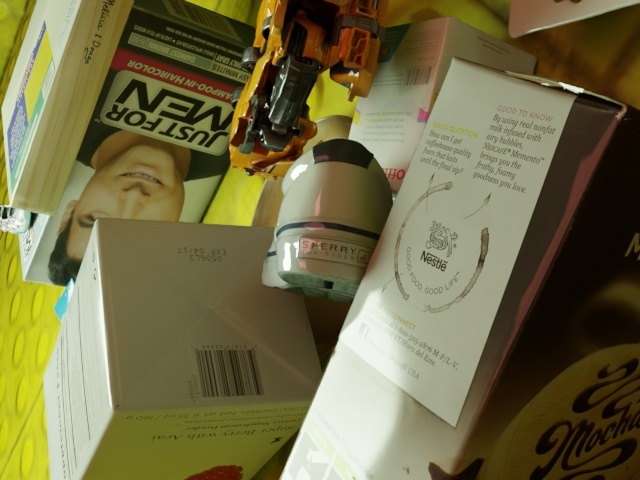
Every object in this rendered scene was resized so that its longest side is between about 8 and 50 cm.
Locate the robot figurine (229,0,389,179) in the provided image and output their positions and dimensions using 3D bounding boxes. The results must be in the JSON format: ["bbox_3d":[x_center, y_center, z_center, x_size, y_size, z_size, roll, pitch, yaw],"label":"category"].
[{"bbox_3d":[-0.013,-0.151,0.624,0.291,0.085,0.211,151,131,-74],"label":"robot figurine"}]

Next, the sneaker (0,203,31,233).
[{"bbox_3d":[-0.402,-0.032,0.972,0.098,0.069,0.038,-22,61,54],"label":"sneaker"}]

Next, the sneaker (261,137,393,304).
[{"bbox_3d":[0.012,-0.005,0.550,0.258,0.094,0.091,133,149,-80],"label":"sneaker"}]

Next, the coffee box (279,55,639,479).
[{"bbox_3d":[0.107,0.073,0.425,0.119,0.168,0.297,39,112,54],"label":"coffee box"}]

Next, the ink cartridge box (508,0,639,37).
[{"bbox_3d":[0.192,-0.221,0.492,0.115,0.067,0.198,1,78,57],"label":"ink cartridge box"}]

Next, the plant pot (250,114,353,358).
[{"bbox_3d":[0.000,0.000,0.736,0.236,0.032,0.236,-24,60,50],"label":"plant pot"}]

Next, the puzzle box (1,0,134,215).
[{"bbox_3d":[-0.271,-0.265,0.875,0.408,0.052,0.272,-62,34,22],"label":"puzzle box"}]

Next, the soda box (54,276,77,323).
[{"bbox_3d":[-0.235,0.140,0.933,0.210,0.071,0.067,55,128,19],"label":"soda box"}]

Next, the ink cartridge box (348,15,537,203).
[{"bbox_3d":[0.083,-0.080,0.584,0.092,0.090,0.143,15,91,57],"label":"ink cartridge box"}]

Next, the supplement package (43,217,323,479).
[{"bbox_3d":[-0.144,0.136,0.728,0.293,0.178,0.175,-55,41,46],"label":"supplement package"}]

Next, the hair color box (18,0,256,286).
[{"bbox_3d":[-0.224,-0.109,0.968,0.374,0.185,0.113,-60,36,25],"label":"hair color box"}]
